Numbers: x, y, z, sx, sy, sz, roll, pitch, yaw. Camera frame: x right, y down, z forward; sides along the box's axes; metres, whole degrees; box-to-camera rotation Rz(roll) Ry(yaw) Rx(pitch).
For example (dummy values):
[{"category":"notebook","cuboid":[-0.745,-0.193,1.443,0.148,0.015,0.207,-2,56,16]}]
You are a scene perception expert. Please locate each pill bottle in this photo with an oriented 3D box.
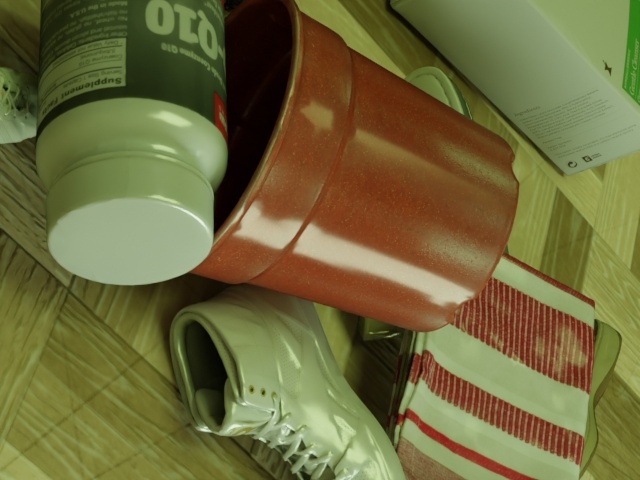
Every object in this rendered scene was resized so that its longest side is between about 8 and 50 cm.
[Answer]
[{"category":"pill bottle","cuboid":[-0.159,-0.116,1.652,0.161,0.161,0.283,30,45,-41]}]

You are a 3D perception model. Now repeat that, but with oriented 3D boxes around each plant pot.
[{"category":"plant pot","cuboid":[0.018,-0.051,1.766,0.265,0.272,0.272,23,54,-24]}]

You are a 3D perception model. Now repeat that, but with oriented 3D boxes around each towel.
[{"category":"towel","cuboid":[0.180,0.156,1.971,0.237,0.037,0.329,28,54,-25]}]

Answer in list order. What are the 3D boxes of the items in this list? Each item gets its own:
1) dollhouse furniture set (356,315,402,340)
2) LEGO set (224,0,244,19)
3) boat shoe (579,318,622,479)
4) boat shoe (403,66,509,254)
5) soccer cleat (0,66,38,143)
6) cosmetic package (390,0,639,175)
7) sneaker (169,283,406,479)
[{"category":"dollhouse furniture set","cuboid":[0.000,0.000,1.971,0.101,0.161,0.182,-118,-152,-61]},{"category":"LEGO set","cuboid":[-0.111,-0.356,1.829,0.192,0.331,0.255,27,69,-4]},{"category":"boat shoe","cuboid":[0.232,0.176,2.125,0.123,0.123,0.342,42,42,-11]},{"category":"boat shoe","cuboid":[0.144,-0.036,2.120,0.091,0.109,0.305,3,76,-52]},{"category":"soccer cleat","cuboid":[-0.286,-0.123,1.634,0.196,0.076,0.068,5,69,-51]},{"category":"cosmetic package","cuboid":[0.259,-0.267,2.343,0.365,0.155,0.197,39,46,-36]},{"category":"sneaker","cuboid":[-0.038,0.178,1.785,0.169,0.108,0.292,-20,79,-52]}]
